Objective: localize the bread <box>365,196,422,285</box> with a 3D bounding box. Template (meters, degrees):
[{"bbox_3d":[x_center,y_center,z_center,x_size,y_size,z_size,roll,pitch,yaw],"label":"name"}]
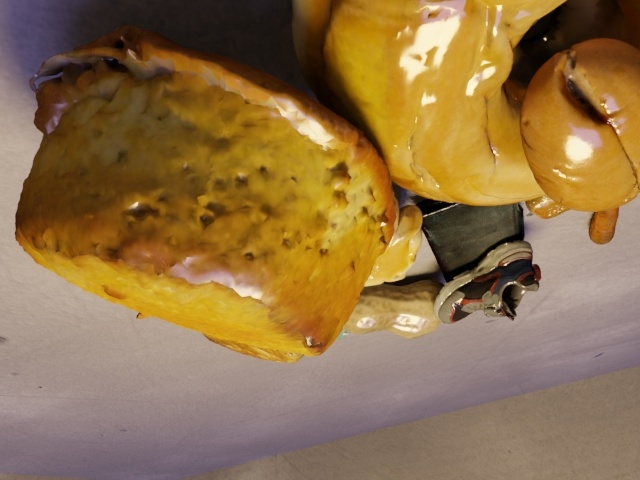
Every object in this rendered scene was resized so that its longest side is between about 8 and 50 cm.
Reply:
[{"bbox_3d":[0.000,0.000,0.771,0.311,0.121,0.173,-4,144,-9],"label":"bread"}]

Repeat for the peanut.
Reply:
[{"bbox_3d":[0.156,0.146,1.044,0.256,0.123,0.123,-4,148,-13],"label":"peanut"}]

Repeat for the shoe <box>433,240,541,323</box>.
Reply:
[{"bbox_3d":[0.323,0.107,0.935,0.099,0.125,0.227,14,129,-45],"label":"shoe"}]

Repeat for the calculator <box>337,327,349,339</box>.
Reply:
[{"bbox_3d":[0.007,0.216,1.208,0.095,0.021,0.153,-33,141,33],"label":"calculator"}]

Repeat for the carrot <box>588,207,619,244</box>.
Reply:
[{"bbox_3d":[0.519,-0.055,0.906,0.047,0.047,0.191,-16,142,10],"label":"carrot"}]

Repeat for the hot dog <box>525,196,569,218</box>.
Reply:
[{"bbox_3d":[0.442,-0.123,0.752,0.083,0.068,0.289,35,136,-19],"label":"hot dog"}]

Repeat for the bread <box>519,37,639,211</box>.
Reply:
[{"bbox_3d":[0.223,-0.076,0.392,0.114,0.077,0.189,-27,147,29],"label":"bread"}]

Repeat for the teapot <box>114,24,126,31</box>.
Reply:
[{"bbox_3d":[-0.188,-0.173,0.515,0.064,0.064,0.083,-22,114,32],"label":"teapot"}]

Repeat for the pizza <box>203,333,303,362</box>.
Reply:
[{"bbox_3d":[-0.129,0.183,0.981,0.258,0.087,0.268,22,156,15],"label":"pizza"}]

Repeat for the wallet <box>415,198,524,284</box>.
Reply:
[{"bbox_3d":[0.280,-0.009,0.902,0.172,0.045,0.318,-21,149,15],"label":"wallet"}]

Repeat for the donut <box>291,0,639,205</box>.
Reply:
[{"bbox_3d":[0.194,-0.198,0.444,0.449,0.198,0.449,-9,148,-6],"label":"donut"}]

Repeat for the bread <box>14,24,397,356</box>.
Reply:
[{"bbox_3d":[-0.105,-0.015,0.484,0.337,0.204,0.358,3,155,23],"label":"bread"}]
